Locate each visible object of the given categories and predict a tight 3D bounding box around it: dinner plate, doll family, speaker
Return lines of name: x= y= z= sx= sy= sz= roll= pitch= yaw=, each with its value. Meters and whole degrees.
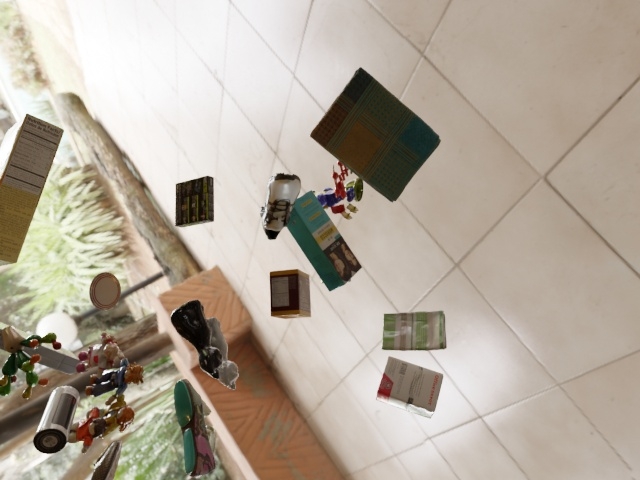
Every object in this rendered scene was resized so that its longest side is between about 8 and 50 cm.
dinner plate: x=-0.789 y=0.186 z=1.834 sx=0.141 sy=0.141 sz=0.017 roll=55 pitch=-168 yaw=13
doll family: x=-0.480 y=0.349 z=1.147 sx=0.163 sy=0.118 sz=0.263 roll=-21 pitch=57 yaw=31
speaker: x=-0.492 y=0.332 z=0.935 sx=0.136 sy=0.055 sz=0.055 roll=-132 pitch=24 yaw=-67

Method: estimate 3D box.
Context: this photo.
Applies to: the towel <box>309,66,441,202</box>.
towel: x=0.182 y=-0.330 z=1.602 sx=0.370 sy=0.271 sz=0.040 roll=35 pitch=-171 yaw=-21

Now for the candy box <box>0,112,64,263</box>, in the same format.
candy box: x=-0.686 y=-0.105 z=1.109 sx=0.183 sy=0.087 sz=0.316 roll=-6 pitch=68 yaw=45

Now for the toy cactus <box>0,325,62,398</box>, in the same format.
toy cactus: x=-0.764 y=0.295 z=1.296 sx=0.180 sy=0.112 sz=0.219 roll=46 pitch=107 yaw=22

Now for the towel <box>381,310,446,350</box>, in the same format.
towel: x=0.225 y=0.216 z=1.205 sx=0.152 sy=0.113 sz=0.023 roll=-4 pitch=131 yaw=14

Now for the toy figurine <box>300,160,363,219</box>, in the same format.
toy figurine: x=0.010 y=-0.175 z=1.735 sx=0.217 sy=0.362 sz=0.191 roll=-11 pitch=105 yaw=19

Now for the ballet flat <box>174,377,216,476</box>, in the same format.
ballet flat: x=-0.285 y=0.429 z=1.155 sx=0.077 sy=0.079 sz=0.221 roll=-42 pitch=53 yaw=31

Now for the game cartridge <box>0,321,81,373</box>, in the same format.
game cartridge: x=-0.851 y=0.303 z=1.443 sx=0.294 sy=0.060 sz=0.196 roll=37 pitch=155 yaw=-34

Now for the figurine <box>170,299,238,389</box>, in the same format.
figurine: x=-0.296 y=0.294 z=1.340 sx=0.209 sy=0.092 sz=0.215 roll=55 pitch=173 yaw=30

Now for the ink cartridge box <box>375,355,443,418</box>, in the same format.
ink cartridge box: x=0.367 y=0.603 z=2.052 sx=0.237 sy=0.172 sz=0.100 roll=16 pitch=144 yaw=14

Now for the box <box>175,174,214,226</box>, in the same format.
box: x=-0.520 y=-0.159 z=2.059 sx=0.184 sy=0.045 sz=0.191 roll=-9 pitch=77 yaw=26

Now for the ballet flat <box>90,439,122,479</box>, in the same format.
ballet flat: x=-0.434 y=0.484 z=0.911 sx=0.058 sy=0.250 sz=0.084 roll=15 pitch=136 yaw=-2

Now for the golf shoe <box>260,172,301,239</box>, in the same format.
golf shoe: x=-0.087 y=-0.072 z=1.112 sx=0.198 sy=0.077 sz=0.094 roll=116 pitch=155 yaw=-58

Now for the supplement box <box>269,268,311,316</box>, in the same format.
supplement box: x=-0.129 y=0.237 z=2.178 sx=0.191 sy=0.129 sz=0.194 roll=40 pitch=-134 yaw=-71

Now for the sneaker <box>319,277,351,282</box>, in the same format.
sneaker: x=0.051 y=0.100 z=1.634 sx=0.069 sy=0.209 sz=0.082 roll=-8 pitch=82 yaw=20

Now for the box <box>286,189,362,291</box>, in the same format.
box: x=0.000 y=0.000 z=1.274 sx=0.060 sy=0.100 sz=0.244 roll=-30 pitch=96 yaw=41
